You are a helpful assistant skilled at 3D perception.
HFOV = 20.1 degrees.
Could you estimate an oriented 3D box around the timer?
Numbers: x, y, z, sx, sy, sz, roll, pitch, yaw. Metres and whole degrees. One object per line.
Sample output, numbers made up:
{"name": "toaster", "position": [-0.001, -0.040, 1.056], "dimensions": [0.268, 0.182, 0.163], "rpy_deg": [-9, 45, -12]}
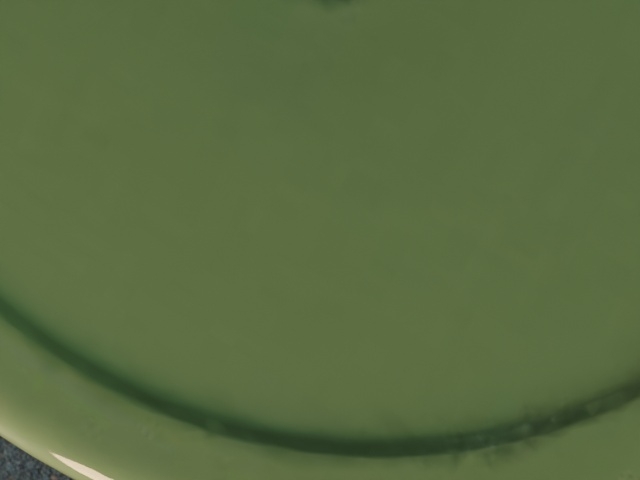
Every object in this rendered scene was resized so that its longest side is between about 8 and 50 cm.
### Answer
{"name": "timer", "position": [0.034, -0.113, 0.485], "dimensions": [0.291, 0.290, 0.315], "rpy_deg": [-23, -166, 20]}
